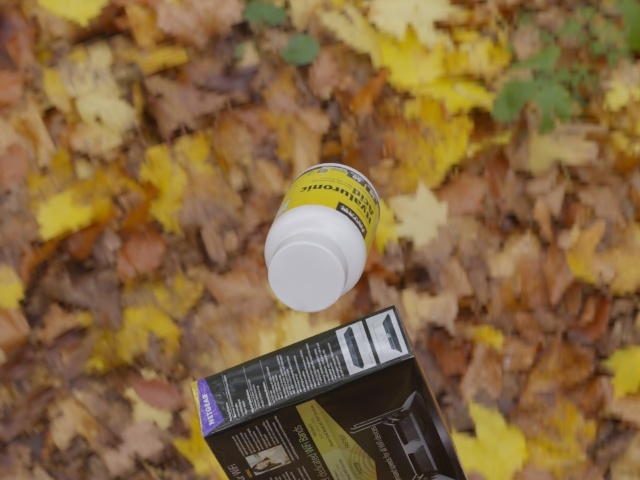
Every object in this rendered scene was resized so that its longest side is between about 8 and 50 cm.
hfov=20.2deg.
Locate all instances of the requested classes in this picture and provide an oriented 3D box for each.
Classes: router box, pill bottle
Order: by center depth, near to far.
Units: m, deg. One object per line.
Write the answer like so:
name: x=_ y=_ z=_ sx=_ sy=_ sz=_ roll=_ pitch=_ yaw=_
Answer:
pill bottle: x=0.000 y=0.000 z=1.134 sx=0.065 sy=0.065 sz=0.116 roll=2 pitch=24 yaw=8
router box: x=0.020 y=0.229 z=2.015 sx=0.243 sy=0.309 sz=0.081 roll=-21 pitch=48 yaw=2
